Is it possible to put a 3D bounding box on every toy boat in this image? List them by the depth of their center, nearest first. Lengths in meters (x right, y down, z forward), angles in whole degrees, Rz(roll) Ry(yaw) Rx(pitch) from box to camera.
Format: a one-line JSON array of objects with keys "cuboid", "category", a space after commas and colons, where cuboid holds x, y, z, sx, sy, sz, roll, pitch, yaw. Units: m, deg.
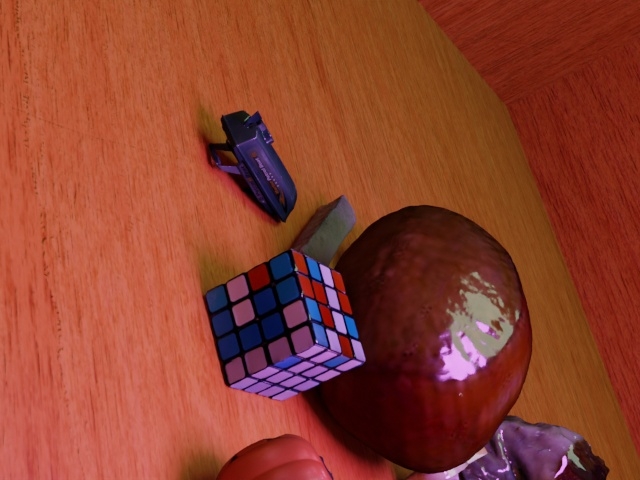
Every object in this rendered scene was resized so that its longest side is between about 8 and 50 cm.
[{"cuboid": [-0.104, -0.111, 1.848, 0.246, 0.103, 0.093, 60, 2, -47], "category": "toy boat"}]

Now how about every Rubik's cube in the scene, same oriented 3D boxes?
[{"cuboid": [-0.049, 0.125, 1.579, 0.155, 0.154, 0.151, 26, 42, -57], "category": "Rubik's cube"}]

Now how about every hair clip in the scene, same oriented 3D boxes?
[{"cuboid": [0.219, 0.404, 1.893, 0.071, 0.159, 0.218, 58, -1, 21], "category": "hair clip"}]

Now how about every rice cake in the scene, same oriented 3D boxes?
[{"cuboid": [0.000, 0.000, 1.972, 0.073, 0.056, 0.365, 59, 20, -12], "category": "rice cake"}]

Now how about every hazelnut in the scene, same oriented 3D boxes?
[{"cuboid": [0.164, 0.165, 1.777, 0.421, 0.352, 0.421, -15, 90, -84], "category": "hazelnut"}]

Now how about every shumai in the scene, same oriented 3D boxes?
[{"cuboid": [0.414, 0.436, 2.137, 0.309, 0.263, 0.304, 51, 26, -28], "category": "shumai"}]

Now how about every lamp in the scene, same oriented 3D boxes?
[{"cuboid": [-0.050, 0.332, 1.327, 0.188, 0.163, 0.187, 62, -3, 7], "category": "lamp"}]
